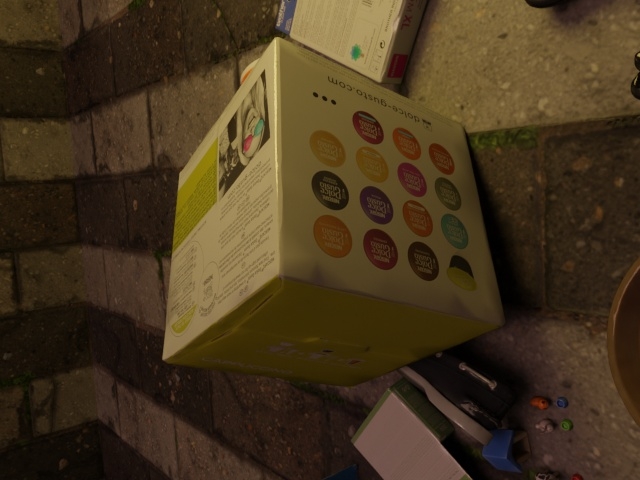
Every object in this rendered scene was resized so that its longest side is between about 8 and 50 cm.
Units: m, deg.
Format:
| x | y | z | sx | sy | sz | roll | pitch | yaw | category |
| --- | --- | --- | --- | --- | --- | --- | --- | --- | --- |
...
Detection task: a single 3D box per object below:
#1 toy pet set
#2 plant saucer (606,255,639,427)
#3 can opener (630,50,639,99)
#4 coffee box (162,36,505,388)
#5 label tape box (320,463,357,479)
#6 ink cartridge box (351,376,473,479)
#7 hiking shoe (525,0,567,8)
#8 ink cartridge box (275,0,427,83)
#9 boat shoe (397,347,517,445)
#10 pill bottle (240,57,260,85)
| x | y | z | sx | sy | sz | roll | pitch | yaw | category |
| --- | --- | --- | --- | --- | --- | --- | --- | --- | --- |
| 0.291 | 0.288 | 0.813 | 0.114 | 0.065 | 0.122 | -16 | 83 | 50 | toy pet set |
| 0.430 | 0.107 | 0.583 | 0.278 | 0.041 | 0.278 | -24 | 60 | 53 | plant saucer |
| 0.416 | -0.150 | 0.597 | 0.186 | 0.073 | 0.059 | 31 | 112 | 33 | can opener |
| 0.000 | 0.000 | 0.835 | 0.338 | 0.337 | 0.334 | -37 | 47 | 46 | coffee box |
| 0.031 | 0.624 | 1.037 | 0.115 | 0.249 | 0.348 | -9 | 90 | 51 | label tape box |
| 0.173 | 0.375 | 0.980 | 0.235 | 0.056 | 0.171 | 44 | 129 | 24 | ink cartridge box |
| 0.304 | -0.361 | 0.648 | 0.227 | 0.114 | 0.086 | -42 | 64 | 45 | hiking shoe |
| 0.045 | -0.409 | 0.995 | 0.311 | 0.065 | 0.186 | 39 | 124 | 37 | ink cartridge box |
| 0.182 | 0.200 | 0.913 | 0.091 | 0.114 | 0.302 | -50 | 37 | -4 | boat shoe |
| -0.066 | -0.235 | 1.112 | 0.121 | 0.121 | 0.221 | -37 | 68 | 47 | pill bottle |
